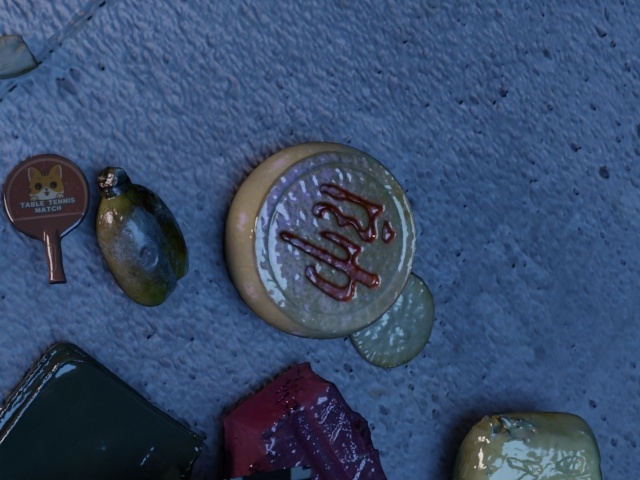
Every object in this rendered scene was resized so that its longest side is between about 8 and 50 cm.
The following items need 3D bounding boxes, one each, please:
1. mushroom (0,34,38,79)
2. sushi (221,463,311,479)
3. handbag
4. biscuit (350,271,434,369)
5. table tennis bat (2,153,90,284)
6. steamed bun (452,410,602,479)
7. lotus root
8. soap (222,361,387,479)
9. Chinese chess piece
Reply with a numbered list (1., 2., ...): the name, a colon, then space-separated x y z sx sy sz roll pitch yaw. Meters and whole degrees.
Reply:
1. mushroom: -0.434 -0.212 1.629 0.202 0.054 0.059 -12 101 -30
2. sushi: -0.192 0.431 1.756 0.359 0.064 0.343 -8 123 -13
3. handbag: -0.310 0.294 1.750 0.260 0.079 0.247 41 80 -29
4. biscuit: 0.105 0.113 1.973 0.152 0.020 0.152 -4 100 -27
5. table tennis bat: -0.341 -0.013 1.729 0.107 0.119 0.170 -8 74 -7
6. steamed bun: 0.302 0.380 2.038 0.231 0.166 0.273 -5 94 -14
7. lotus root: -0.236 -0.008 1.737 0.113 0.088 0.192 -51 125 -47
8. soap: -0.014 0.356 1.886 0.220 0.127 0.325 -34 112 -19
9. Chinese chess piece: 0.000 0.000 1.845 0.270 0.112 0.270 -2 95 -26
